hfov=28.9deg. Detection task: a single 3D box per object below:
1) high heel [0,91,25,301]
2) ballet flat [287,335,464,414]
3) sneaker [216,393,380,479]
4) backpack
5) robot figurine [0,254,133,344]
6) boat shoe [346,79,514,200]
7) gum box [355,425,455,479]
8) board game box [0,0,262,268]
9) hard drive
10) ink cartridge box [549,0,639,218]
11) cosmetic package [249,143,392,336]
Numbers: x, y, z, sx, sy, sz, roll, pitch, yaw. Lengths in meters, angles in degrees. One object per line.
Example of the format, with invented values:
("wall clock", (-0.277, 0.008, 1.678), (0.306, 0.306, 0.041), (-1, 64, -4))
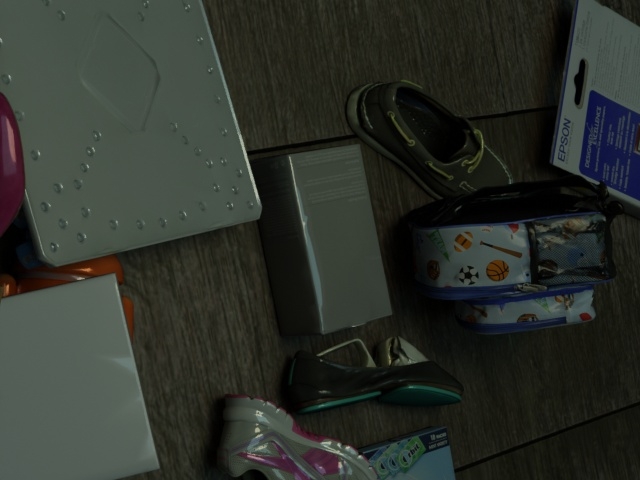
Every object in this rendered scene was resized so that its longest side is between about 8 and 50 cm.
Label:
("high heel", (-0.356, -0.024, 1.184), (0.117, 0.082, 0.244), (-4, 113, -48))
("ballet flat", (0.079, 0.177, 1.669), (0.280, 0.095, 0.096), (3, 71, -37))
("sneaker", (-0.036, 0.291, 1.569), (0.252, 0.103, 0.111), (32, 70, -23))
("backpack", (0.254, 0.018, 1.714), (0.263, 0.276, 0.213), (0, 91, -5))
("robot figurine", (-0.285, 0.088, 1.382), (0.158, 0.128, 0.219), (6, 81, -9))
("boat shoe", (0.176, -0.133, 1.776), (0.305, 0.091, 0.109), (30, 68, -31))
("gum box", (0.121, 0.362, 1.706), (0.157, 0.041, 0.184), (-9, 89, -37))
("board game box", (-0.242, -0.181, 1.398), (0.390, 0.050, 0.390), (-16, 89, -57))
("hard drive", (-0.345, 0.170, 1.280), (0.319, 0.040, 0.210), (-13, 92, -6))
("ink cartridge box", (0.481, -0.213, 2.035), (0.307, 0.072, 0.303), (20, 74, -31))
("cosmetic package", (0.000, 0.000, 1.624), (0.127, 0.107, 0.237), (-10, 93, -38))
